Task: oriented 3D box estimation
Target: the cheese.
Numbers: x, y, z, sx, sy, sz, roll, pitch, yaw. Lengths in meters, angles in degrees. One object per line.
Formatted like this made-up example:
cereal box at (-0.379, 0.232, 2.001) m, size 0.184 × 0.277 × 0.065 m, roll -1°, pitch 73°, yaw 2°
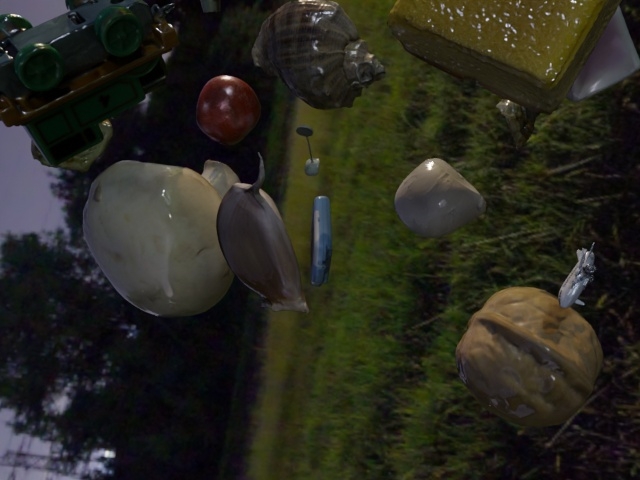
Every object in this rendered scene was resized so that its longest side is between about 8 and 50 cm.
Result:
cheese at (0.280, -0.097, 1.601) m, size 0.198 × 0.189 × 0.154 m, roll 48°, pitch 180°, yaw 29°

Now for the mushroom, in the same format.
mushroom at (-0.259, -0.036, 1.234) m, size 0.336 × 0.314 × 0.314 m, roll -48°, pitch -16°, yaw -45°

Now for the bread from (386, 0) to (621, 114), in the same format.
bread at (0.328, -0.428, 1.100) m, size 0.333 × 0.323 × 0.143 m, roll -60°, pitch -17°, yaw 2°

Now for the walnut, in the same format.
walnut at (0.555, 0.313, 1.741) m, size 0.381 × 0.381 × 0.382 m, roll -171°, pitch 90°, yaw -79°

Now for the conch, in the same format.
conch at (-0.012, -0.363, 1.347) m, size 0.210 × 0.291 × 0.159 m, roll 74°, pitch -159°, yaw -58°

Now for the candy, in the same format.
candy at (0.554, -0.423, 1.403) m, size 0.208 × 0.145 × 0.358 m, roll 64°, pitch -160°, yaw -6°

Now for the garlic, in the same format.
garlic at (-0.100, -0.024, 0.998) m, size 0.129 × 0.148 × 0.267 m, roll -63°, pitch -37°, yaw -45°

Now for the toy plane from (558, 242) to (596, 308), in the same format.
toy plane at (0.618, 0.091, 1.562) m, size 0.171 × 0.065 × 0.162 m, roll -63°, pitch -25°, yaw -22°

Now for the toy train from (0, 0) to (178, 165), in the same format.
toy train at (-0.444, -0.310, 1.222) m, size 0.178 × 0.429 × 0.249 m, roll 43°, pitch 157°, yaw 36°

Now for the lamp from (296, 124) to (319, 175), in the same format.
lamp at (-0.036, -0.266, 1.924) m, size 0.198 × 0.050 × 0.056 m, roll 72°, pitch -154°, yaw -61°

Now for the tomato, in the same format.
tomato at (-0.235, -0.331, 1.702) m, size 0.187 × 0.151 × 0.187 m, roll 6°, pitch -90°, yaw -84°

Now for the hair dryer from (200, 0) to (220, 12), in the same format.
hair dryer at (-0.209, -0.546, 1.383) m, size 0.154 × 0.054 × 0.106 m, roll 10°, pitch 113°, yaw 49°

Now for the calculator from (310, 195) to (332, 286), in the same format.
calculator at (0.000, 0.000, 1.380) m, size 0.210 × 0.039 × 0.121 m, roll -91°, pitch 7°, yaw -45°

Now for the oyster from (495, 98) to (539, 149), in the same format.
oyster at (0.612, -0.392, 1.966) m, size 0.162 × 0.107 × 0.233 m, roll 58°, pitch -137°, yaw -36°

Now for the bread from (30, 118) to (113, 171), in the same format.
bread at (-0.731, -0.327, 1.925) m, size 0.252 × 0.238 × 0.196 m, roll 43°, pitch 122°, yaw 51°
